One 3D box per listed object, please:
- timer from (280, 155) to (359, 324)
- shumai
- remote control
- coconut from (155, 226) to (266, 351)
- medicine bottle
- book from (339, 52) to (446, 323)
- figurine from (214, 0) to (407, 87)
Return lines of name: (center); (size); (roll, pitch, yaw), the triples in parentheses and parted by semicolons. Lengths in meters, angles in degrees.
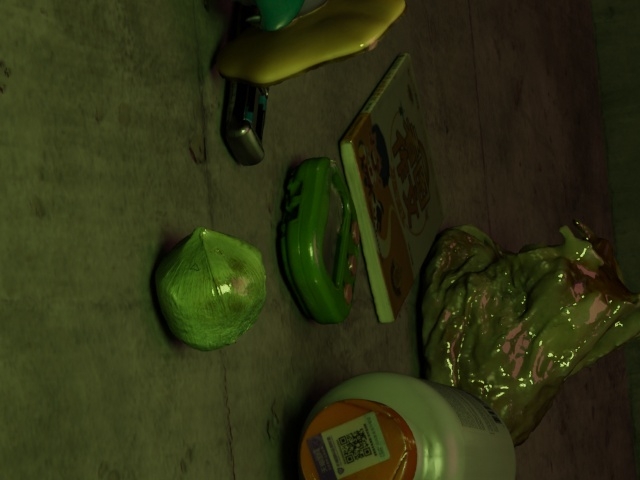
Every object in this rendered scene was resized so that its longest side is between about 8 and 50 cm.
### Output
timer: (0.000, 0.000, 1.698); (0.128, 0.047, 0.140); (65, 26, -48)
shumai: (0.260, 0.119, 2.107); (0.267, 0.262, 0.314); (65, 28, -43)
remote control: (-0.057, -0.163, 1.606); (0.059, 0.028, 0.212); (56, 33, -52)
coconut: (-0.083, 0.033, 1.384); (0.088, 0.088, 0.096); (-65, 150, -57)
medicine bottle: (0.073, 0.201, 1.677); (0.289, 0.157, 0.157); (24, 61, -69)
book: (0.082, -0.064, 2.011); (0.295, 0.020, 0.208); (-58, 138, -62)
figurine: (-0.048, -0.264, 1.454); (0.208, 0.181, 0.257); (-44, 123, -31)
